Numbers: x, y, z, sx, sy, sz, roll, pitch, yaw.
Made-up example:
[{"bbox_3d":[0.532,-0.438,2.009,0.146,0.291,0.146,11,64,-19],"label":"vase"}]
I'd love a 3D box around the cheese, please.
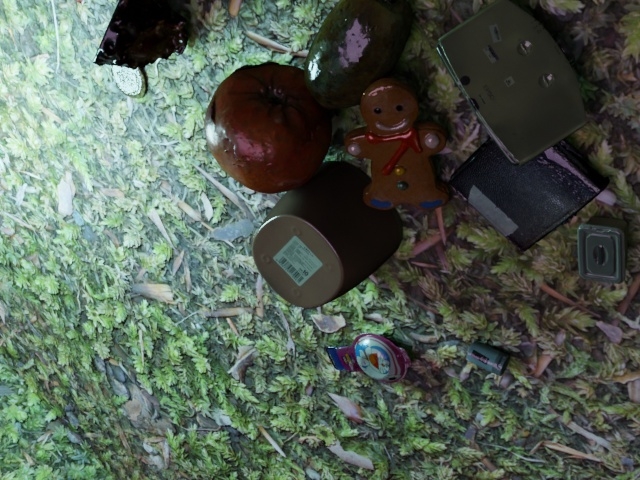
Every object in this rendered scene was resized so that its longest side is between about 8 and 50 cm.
[{"bbox_3d":[0.116,0.290,2.255,0.244,0.062,0.155,-6,117,39],"label":"cheese"}]

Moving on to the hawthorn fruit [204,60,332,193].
[{"bbox_3d":[-0.102,-0.213,1.954,0.276,0.276,0.307,26,152,20],"label":"hawthorn fruit"}]

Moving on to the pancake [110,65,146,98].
[{"bbox_3d":[-0.471,-0.399,2.252,0.115,0.011,0.114,19,129,25],"label":"pancake"}]

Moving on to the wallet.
[{"bbox_3d":[0.396,-0.116,1.778,0.221,0.071,0.262,41,138,-1],"label":"wallet"}]

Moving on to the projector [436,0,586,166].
[{"bbox_3d":[0.350,-0.287,1.625,0.194,0.088,0.269,-33,87,10],"label":"projector"}]

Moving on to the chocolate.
[{"bbox_3d":[-0.386,-0.455,2.052,0.177,0.206,0.224,23,154,-17],"label":"chocolate"}]

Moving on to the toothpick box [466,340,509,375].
[{"bbox_3d":[0.374,0.263,2.053,0.083,0.052,0.052,23,130,24],"label":"toothpick box"}]

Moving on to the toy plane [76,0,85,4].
[{"bbox_3d":[-0.566,-0.622,2.153,0.060,0.037,0.145,21,128,29],"label":"toy plane"}]

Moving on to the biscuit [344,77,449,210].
[{"bbox_3d":[0.150,-0.180,1.835,0.206,0.049,0.323,0,132,10],"label":"biscuit"}]

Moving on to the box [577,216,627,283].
[{"bbox_3d":[0.542,0.015,1.753,0.089,0.062,0.122,9,123,32],"label":"box"}]

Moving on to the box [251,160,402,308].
[{"bbox_3d":[0.000,0.000,2.038,0.301,0.216,0.300,21,131,26],"label":"box"}]

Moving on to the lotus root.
[{"bbox_3d":[0.066,-0.365,1.781,0.160,0.152,0.275,37,135,3],"label":"lotus root"}]
